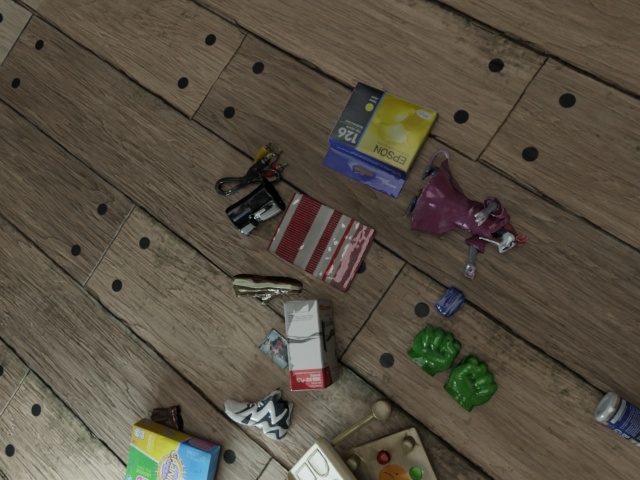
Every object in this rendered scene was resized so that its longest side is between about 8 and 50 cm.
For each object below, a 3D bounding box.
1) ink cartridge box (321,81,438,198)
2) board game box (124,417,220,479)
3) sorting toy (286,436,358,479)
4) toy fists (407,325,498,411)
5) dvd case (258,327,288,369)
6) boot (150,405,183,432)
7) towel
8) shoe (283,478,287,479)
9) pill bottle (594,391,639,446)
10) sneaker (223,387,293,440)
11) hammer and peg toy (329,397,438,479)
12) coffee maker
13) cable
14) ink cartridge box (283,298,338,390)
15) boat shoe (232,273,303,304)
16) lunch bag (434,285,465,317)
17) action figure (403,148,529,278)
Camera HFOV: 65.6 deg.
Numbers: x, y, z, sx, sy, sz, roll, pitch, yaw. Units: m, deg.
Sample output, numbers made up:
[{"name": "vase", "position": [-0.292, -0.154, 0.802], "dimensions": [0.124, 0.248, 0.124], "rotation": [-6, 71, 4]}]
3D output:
[{"name": "ink cartridge box", "position": [0.191, -0.343, 1.678], "dimensions": [0.304, 0.072, 0.307], "rotation": [27, 89, 17]}, {"name": "board game box", "position": [-0.518, 0.786, 1.724], "dimensions": [0.317, 0.064, 0.242], "rotation": [12, 96, 17]}, {"name": "sorting toy", "position": [0.045, 0.774, 1.498], "dimensions": [0.307, 0.041, 0.229], "rotation": [47, 120, 23]}, {"name": "toy fists", "position": [0.403, 0.380, 1.510], "dimensions": [0.279, 0.096, 0.142], "rotation": [42, 95, 18]}, {"name": "dvd case", "position": [-0.145, 0.373, 1.713], "dimensions": [0.119, 0.013, 0.087], "rotation": [38, 94, 18]}, {"name": "boot", "position": [-0.554, 0.651, 1.786], "dimensions": [0.114, 0.037, 0.106], "rotation": [-15, 77, 16]}, {"name": "towel", "position": [0.000, 0.000, 1.708], "dimensions": [0.329, 0.037, 0.236], "rotation": [28, 93, 19]}, {"name": "shoe", "position": [-0.027, 0.805, 1.599], "dimensions": [0.219, 0.058, 0.076], "rotation": [-7, 81, 15]}, {"name": "pill bottle", "position": [0.856, 0.501, 1.361], "dimensions": [0.169, 0.094, 0.094], "rotation": [32, 93, 18]}, {"name": "sneaker", "position": [-0.199, 0.547, 1.665], "dimensions": [0.235, 0.094, 0.152], "rotation": [23, 88, 17]}, {"name": "hammer and peg toy", "position": [0.197, 0.678, 1.516], "dimensions": [0.266, 0.127, 0.361], "rotation": [-26, 77, 14]}, {"name": "coffee maker", "position": [-0.239, -0.131, 1.750], "dimensions": [0.178, 0.120, 0.171], "rotation": [-32, 75, 12]}, {"name": "cable", "position": [-0.247, -0.231, 1.813], "dimensions": [0.287, 0.072, 0.139], "rotation": [-33, 92, 23]}, {"name": "ink cartridge box", "position": [-0.026, 0.324, 1.588], "dimensions": [0.114, 0.197, 0.272], "rotation": [-8, 81, 14]}, {"name": "boat shoe", "position": [-0.181, 0.174, 1.717], "dimensions": [0.258, 0.095, 0.095], "rotation": [5, 98, 23]}, {"name": "lunch bag", "position": [0.409, 0.191, 1.546], "dimensions": [0.065, 0.067, 0.098], "rotation": [42, 94, 16]}, {"name": "action figure", "position": [0.460, -0.072, 1.540], "dimensions": [0.371, 0.248, 0.275], "rotation": [24, 47, 6]}]
